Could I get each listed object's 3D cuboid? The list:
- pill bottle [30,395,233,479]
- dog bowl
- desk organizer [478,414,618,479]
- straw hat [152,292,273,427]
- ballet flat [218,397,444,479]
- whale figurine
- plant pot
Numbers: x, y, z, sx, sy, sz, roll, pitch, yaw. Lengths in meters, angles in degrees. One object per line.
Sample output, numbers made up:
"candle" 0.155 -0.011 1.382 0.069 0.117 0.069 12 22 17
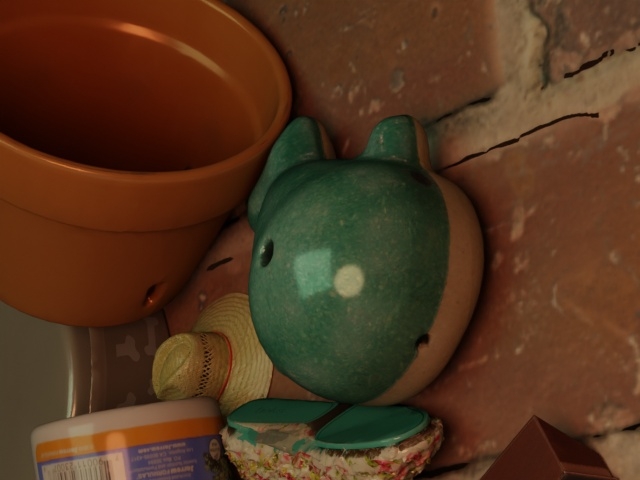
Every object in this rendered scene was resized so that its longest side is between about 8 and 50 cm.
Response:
"pill bottle" -0.130 0.264 1.335 0.152 0.152 0.272 -18 80 50
"dog bowl" -0.255 0.155 1.588 0.349 0.102 0.348 -18 66 50
"desk organizer" 0.127 0.174 1.116 0.130 0.047 0.050 -55 40 30
"straw hat" -0.104 0.106 1.430 0.144 0.061 0.144 -16 69 50
"ballet flat" 0.016 0.158 1.258 0.241 0.091 0.077 -1 111 57
"whale figurine" 0.000 0.000 1.248 0.216 0.141 0.272 -63 35 19
"plant pot" -0.187 -0.067 1.425 0.291 0.291 0.203 61 144 41
